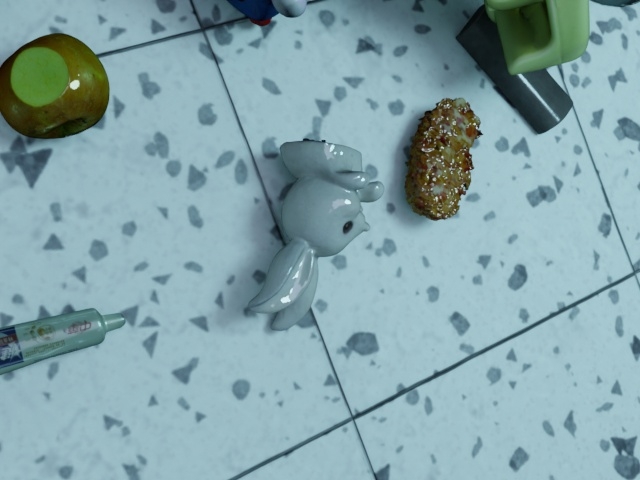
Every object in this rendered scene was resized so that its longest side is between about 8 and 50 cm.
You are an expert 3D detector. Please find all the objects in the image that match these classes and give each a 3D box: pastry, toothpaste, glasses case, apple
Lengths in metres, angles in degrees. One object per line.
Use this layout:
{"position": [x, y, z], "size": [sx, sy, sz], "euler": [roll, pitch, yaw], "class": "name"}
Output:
{"position": [0.150, -0.105, 1.074], "size": [0.087, 0.063, 0.170], "euler": [29, 67, -27], "class": "pastry"}
{"position": [-0.315, 0.110, 0.851], "size": [0.233, 0.038, 0.060], "euler": [-14, 85, -22], "class": "toothpaste"}
{"position": [0.273, -0.238, 1.157], "size": [0.190, 0.042, 0.072], "euler": [46, 60, -12], "class": "glasses case"}
{"position": [-0.279, -0.160, 0.870], "size": [0.114, 0.099, 0.102], "euler": [-22, 83, 1], "class": "apple"}

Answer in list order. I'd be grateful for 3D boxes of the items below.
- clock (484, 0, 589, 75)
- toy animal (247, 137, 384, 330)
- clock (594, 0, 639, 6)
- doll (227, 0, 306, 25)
{"position": [0.225, -0.399, 0.980], "size": [0.348, 0.117, 0.286], "euler": [58, 24, -50], "class": "clock"}
{"position": [0.000, -0.003, 0.960], "size": [0.130, 0.104, 0.221], "euler": [7, 80, 7], "class": "toy animal"}
{"position": [0.440, -0.496, 1.257], "size": [0.280, 0.055, 0.281], "euler": [4, 81, -24], "class": "clock"}
{"position": [-0.002, -0.401, 0.957], "size": [0.310, 0.240, 0.284], "euler": [-43, 63, -8], "class": "doll"}
